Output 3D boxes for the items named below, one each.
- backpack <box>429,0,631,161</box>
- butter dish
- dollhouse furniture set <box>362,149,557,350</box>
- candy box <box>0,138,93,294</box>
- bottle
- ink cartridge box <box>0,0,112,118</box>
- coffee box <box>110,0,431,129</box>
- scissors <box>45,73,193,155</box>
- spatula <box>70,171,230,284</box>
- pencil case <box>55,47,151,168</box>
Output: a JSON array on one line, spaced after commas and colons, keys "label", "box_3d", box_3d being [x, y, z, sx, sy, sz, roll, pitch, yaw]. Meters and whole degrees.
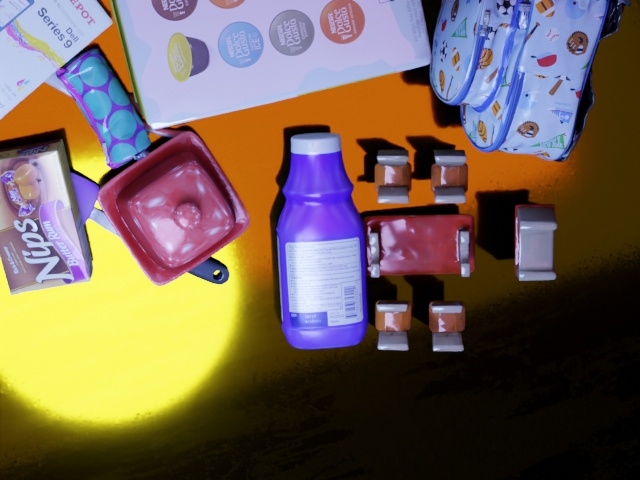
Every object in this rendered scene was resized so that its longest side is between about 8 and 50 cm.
[{"label": "backpack", "box_3d": [0.255, -0.237, 1.882, 0.213, 0.276, 0.263, 2, 108, -4]}, {"label": "butter dish", "box_3d": [-0.179, -0.036, 1.898, 0.160, 0.118, 0.160, -34, 105, -9]}, {"label": "dollhouse furniture set", "box_3d": [0.186, 0.005, 2.000, 0.259, 0.135, 0.262, 0, 101, 3]}, {"label": "candy box", "box_3d": [-0.366, -0.029, 1.902, 0.109, 0.053, 0.186, -9, 112, 1]}, {"label": "bottle", "box_3d": [0.000, 0.000, 1.969, 0.118, 0.092, 0.282, -5, 102, -5]}, {"label": "ink cartridge box", "box_3d": [-0.390, -0.267, 1.829, 0.212, 0.093, 0.154, -42, 121, -10]}, {"label": "coffee box", "box_3d": [-0.090, -0.337, 1.758, 0.334, 0.338, 0.337, -14, 99, -5]}, {"label": "scissors", "box_3d": [-0.299, -0.176, 1.927, 0.297, 0.021, 0.109, 12, 101, -12]}, {"label": "spatula", "box_3d": [-0.253, -0.009, 1.963, 0.296, 0.030, 0.084, 27, 100, -13]}, {"label": "pencil case", "box_3d": [-0.276, -0.167, 1.890, 0.070, 0.064, 0.151, -39, 106, -36]}]
